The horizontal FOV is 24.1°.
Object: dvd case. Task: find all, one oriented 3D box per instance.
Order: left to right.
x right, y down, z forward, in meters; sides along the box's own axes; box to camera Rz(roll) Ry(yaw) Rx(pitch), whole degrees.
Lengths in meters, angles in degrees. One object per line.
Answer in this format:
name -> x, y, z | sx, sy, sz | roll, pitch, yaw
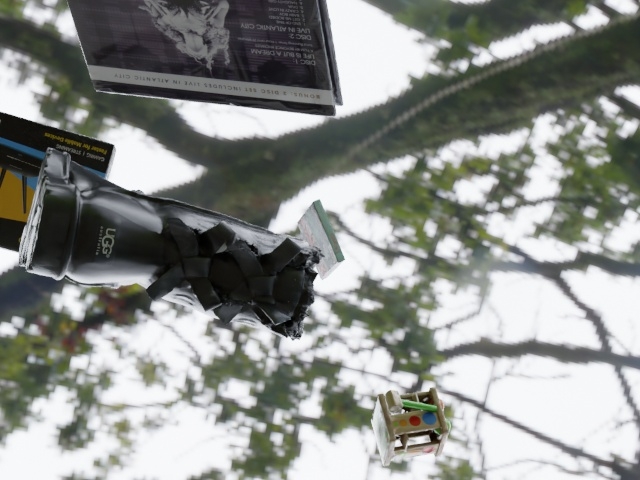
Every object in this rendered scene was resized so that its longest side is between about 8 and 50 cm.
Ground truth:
dvd case -> -0.079, -0.165, 0.858 | 0.164, 0.221, 0.018 | 8, -132, 17
dvd case -> 0.000, 0.000, 1.958 | 0.119, 0.013, 0.087 | 127, -59, -74

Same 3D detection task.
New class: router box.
router box -> -0.309, -0.056, 1.510 | 0.046, 0.179, 0.133 | 128, -22, -83

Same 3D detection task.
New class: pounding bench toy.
pounding bench toy -> 0.090, 0.168, 1.428 | 0.083, 0.065, 0.052 | 99, -20, -54

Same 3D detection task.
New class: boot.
boot -> -0.056, 0.001, 0.544 | 0.121, 0.099, 0.045 | -148, -108, -75
